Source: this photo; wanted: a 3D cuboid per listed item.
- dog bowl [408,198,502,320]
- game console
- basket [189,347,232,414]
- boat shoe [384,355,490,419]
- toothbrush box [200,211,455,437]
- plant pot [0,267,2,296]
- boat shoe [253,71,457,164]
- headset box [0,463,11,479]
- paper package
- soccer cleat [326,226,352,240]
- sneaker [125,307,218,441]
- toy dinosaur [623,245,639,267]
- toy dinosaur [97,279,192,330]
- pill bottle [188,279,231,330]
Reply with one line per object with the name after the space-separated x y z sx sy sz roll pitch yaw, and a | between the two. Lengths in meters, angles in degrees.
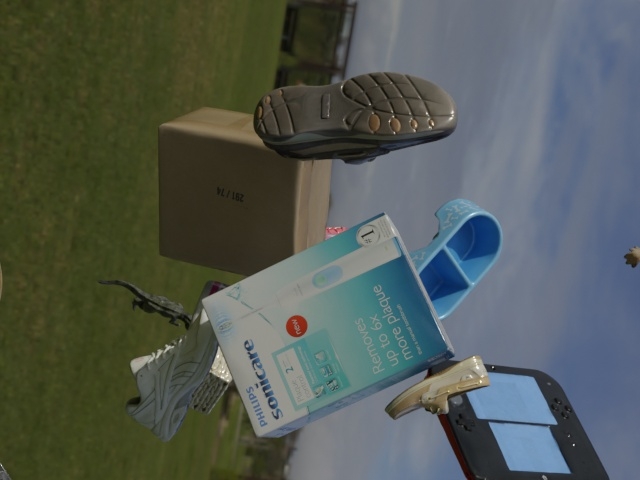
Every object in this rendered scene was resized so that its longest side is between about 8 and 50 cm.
0.260 0.047 2.070 0.297 0.166 0.074 -47 -150 -16 | dog bowl
0.437 0.415 2.273 0.060 0.387 0.342 -65 -150 30 | game console
-0.206 0.218 1.822 0.113 0.103 0.167 -55 -175 32 | basket
0.182 0.239 1.552 0.059 0.170 0.063 62 5 18 | boat shoe
0.012 0.125 1.440 0.216 0.295 0.126 67 7 15 | toothbrush box
-0.587 0.035 1.606 0.236 0.032 0.236 50 29 -41 | plant pot
0.065 -0.206 1.764 0.130 0.355 0.132 62 32 -62 | boat shoe
-0.634 0.487 1.820 0.110 0.218 0.293 -32 176 -41 | headset box
-0.152 -0.094 2.051 0.168 0.325 0.309 -42 140 -60 | paper package
0.000 0.000 2.398 0.083 0.248 0.095 125 -53 -79 | soccer cleat
-0.235 0.198 1.567 0.232 0.115 0.090 -62 -174 10 | sneaker
0.594 -0.016 1.572 0.200 0.127 0.295 14 100 -56 | toy dinosaur
-0.392 0.150 2.369 0.064 0.268 0.118 -64 -176 -10 | toy dinosaur
-0.132 0.200 2.153 0.160 0.283 0.160 -161 -90 -89 | pill bottle
